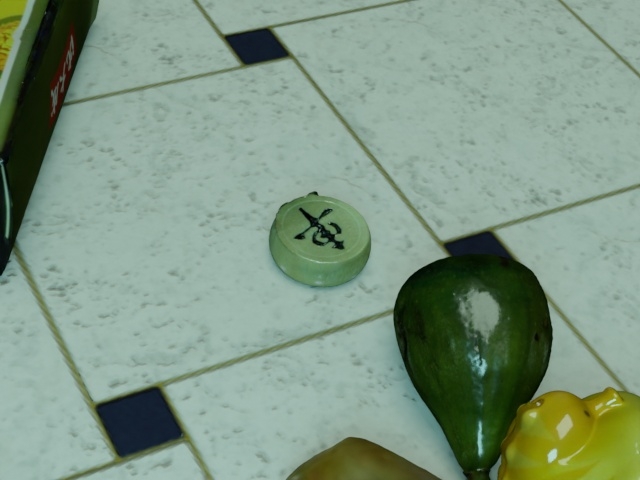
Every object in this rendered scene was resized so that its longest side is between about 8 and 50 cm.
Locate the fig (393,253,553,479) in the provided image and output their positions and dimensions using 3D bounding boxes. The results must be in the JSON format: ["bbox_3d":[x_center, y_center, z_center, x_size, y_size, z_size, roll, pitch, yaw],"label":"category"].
[{"bbox_3d":[0.113,0.091,0.905,0.117,0.117,0.177,5,54,-6],"label":"fig"}]

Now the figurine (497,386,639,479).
[{"bbox_3d":[0.231,0.160,0.837,0.246,0.131,0.156,2,10,-7],"label":"figurine"}]

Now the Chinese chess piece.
[{"bbox_3d":[0.000,0.000,1.019,0.084,0.034,0.084,6,45,-6],"label":"Chinese chess piece"}]

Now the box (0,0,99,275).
[{"bbox_3d":[-0.421,-0.168,1.038,0.420,0.138,0.373,8,43,-3],"label":"box"}]

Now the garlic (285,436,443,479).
[{"bbox_3d":[0.079,0.237,0.755,0.143,0.112,0.318,-13,37,-19],"label":"garlic"}]
